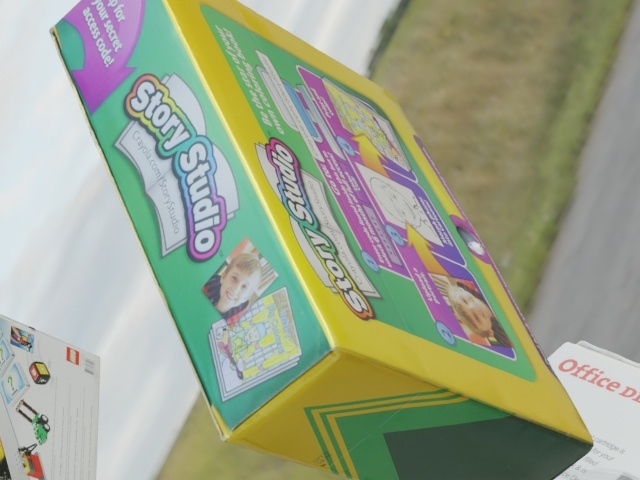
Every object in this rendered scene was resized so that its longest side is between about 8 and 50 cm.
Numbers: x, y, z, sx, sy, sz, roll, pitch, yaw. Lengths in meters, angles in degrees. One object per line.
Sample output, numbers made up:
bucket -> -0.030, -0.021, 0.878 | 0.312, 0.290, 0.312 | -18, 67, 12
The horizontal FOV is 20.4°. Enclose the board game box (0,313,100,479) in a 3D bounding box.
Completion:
board game box -> -0.304, 0.221, 1.721 | 0.053, 0.193, 0.305 | -29, 48, 35

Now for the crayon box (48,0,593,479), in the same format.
crayon box -> 0.000, 0.000, 1.241 | 0.106, 0.363, 0.313 | -42, -37, 20

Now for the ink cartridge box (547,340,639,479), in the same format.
ink cartridge box -> 0.198, 0.227, 1.477 | 0.273, 0.114, 0.197 | -40, 33, -20
